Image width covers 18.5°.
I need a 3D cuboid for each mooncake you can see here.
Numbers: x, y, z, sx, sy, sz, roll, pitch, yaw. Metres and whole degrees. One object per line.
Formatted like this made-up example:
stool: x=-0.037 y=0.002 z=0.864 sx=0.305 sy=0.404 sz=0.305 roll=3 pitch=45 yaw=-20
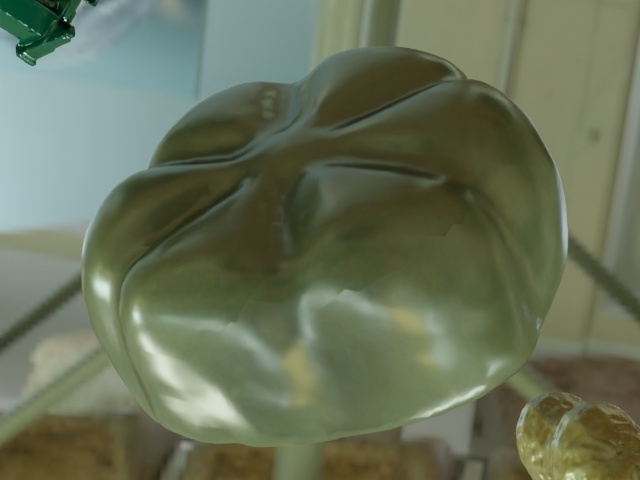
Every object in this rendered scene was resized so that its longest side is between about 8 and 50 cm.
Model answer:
mooncake: x=0.000 y=0.000 z=1.064 sx=0.275 sy=0.135 sz=0.275 roll=-16 pitch=-153 yaw=8

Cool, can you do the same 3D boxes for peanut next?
peanut: x=0.209 y=0.167 z=1.566 sx=0.089 sy=0.089 sz=0.193 roll=1 pitch=-176 yaw=-17

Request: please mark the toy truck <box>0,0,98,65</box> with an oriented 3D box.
toy truck: x=-0.173 y=-0.224 z=1.176 sx=0.116 sy=0.216 sz=0.110 roll=-19 pitch=154 yaw=22
